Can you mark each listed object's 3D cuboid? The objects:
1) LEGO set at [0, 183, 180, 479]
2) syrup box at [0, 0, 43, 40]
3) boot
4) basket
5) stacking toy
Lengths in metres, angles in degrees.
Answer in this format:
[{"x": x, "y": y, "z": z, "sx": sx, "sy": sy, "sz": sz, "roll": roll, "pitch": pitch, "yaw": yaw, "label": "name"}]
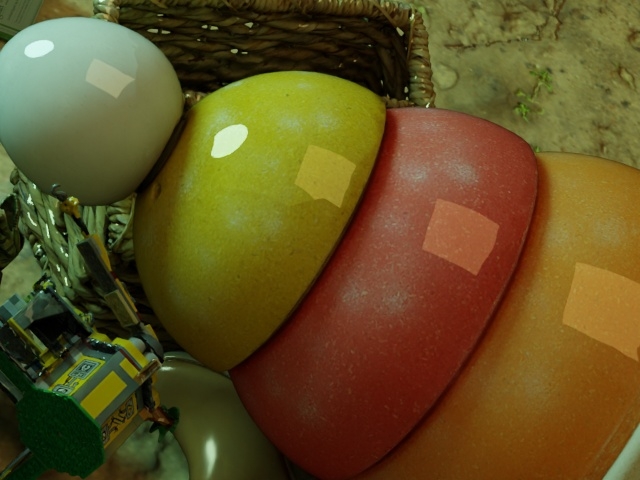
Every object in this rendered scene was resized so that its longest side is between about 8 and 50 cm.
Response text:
[{"x": -0.225, "y": 0.024, "z": 1.113, "sx": 0.331, "sy": 0.255, "sz": 0.192, "roll": 40, "pitch": 40, "yaw": 2, "label": "LEGO set"}, {"x": -0.335, "y": -0.261, "z": 1.430, "sx": 0.236, "sy": 0.096, "sz": 0.093, "roll": 19, "pitch": 41, "yaw": -17, "label": "syrup box"}, {"x": -0.072, "y": 0.174, "z": 1.190, "sx": 0.197, "sy": 0.073, "sz": 0.152, "roll": 42, "pitch": 35, "yaw": 4, "label": "boot"}, {"x": -0.049, "y": -0.044, "z": 1.312, "sx": 0.299, "sy": 0.223, "sz": 0.213, "roll": 1, "pitch": 50, "yaw": -34, "label": "basket"}, {"x": 0.000, "y": 0.000, "z": 1.148, "sx": 0.480, "sy": 0.350, "sz": 0.351, "roll": 33, "pitch": 40, "yaw": -12, "label": "stacking toy"}]
